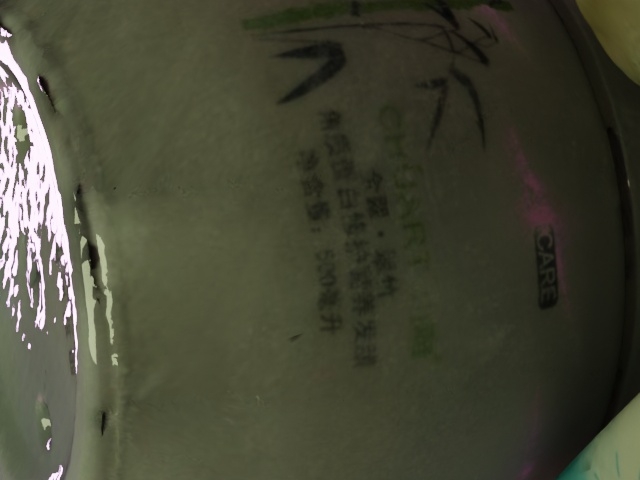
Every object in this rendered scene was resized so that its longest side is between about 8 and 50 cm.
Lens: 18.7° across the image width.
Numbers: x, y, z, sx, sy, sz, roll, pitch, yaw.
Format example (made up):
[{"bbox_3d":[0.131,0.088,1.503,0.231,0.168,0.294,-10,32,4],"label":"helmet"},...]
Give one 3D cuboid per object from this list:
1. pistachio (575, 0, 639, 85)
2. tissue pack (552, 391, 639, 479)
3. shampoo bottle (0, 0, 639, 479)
[{"bbox_3d":[0.128,-0.157,0.640,0.152,0.126,0.223,-72,-24,-72],"label":"pistachio"},{"bbox_3d":[0.194,0.098,0.589,0.201,0.124,0.271,67,152,23],"label":"tissue pack"},{"bbox_3d":[0.000,0.000,0.777,0.273,0.266,0.273,170,90,-66],"label":"shampoo bottle"}]
